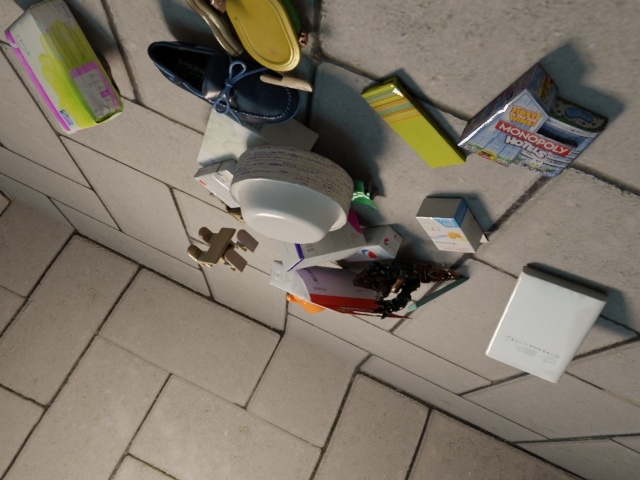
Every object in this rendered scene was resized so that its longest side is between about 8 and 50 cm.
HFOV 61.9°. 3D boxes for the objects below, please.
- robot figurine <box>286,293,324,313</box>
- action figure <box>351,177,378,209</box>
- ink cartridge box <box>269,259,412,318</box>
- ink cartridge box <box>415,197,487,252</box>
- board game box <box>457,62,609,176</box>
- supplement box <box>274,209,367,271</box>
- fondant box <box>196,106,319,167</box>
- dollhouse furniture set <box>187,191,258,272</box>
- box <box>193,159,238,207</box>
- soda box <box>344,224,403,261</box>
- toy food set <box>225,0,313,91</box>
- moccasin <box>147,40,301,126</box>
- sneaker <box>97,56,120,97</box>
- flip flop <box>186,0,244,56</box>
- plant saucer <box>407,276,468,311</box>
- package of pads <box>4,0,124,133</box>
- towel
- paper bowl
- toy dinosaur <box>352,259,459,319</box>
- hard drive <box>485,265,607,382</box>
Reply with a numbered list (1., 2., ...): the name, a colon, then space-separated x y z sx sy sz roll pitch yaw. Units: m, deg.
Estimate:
1. robot figurine: -0.041 0.212 2.144 0.158 0.128 0.219 13 154 32
2. action figure: 0.028 -0.139 1.370 0.232 0.064 0.137 11 155 26
3. ink cartridge box: 0.064 0.154 1.697 0.308 0.091 0.385 10 -177 -38
4. ink cartridge box: 0.321 -0.026 1.290 0.104 0.062 0.181 6 150 43
5. board game box: 0.355 -0.191 0.886 0.194 0.060 0.194 25 159 6
6. supplement box: 0.000 0.000 1.473 0.220 0.111 0.114 -11 164 -31
7. fondant box: -0.172 -0.230 1.356 0.238 0.096 0.330 31 159 -9
8. dollhouse furniture set: -0.324 -0.037 1.759 0.212 0.242 0.161 5 149 42
9. box: -0.239 -0.148 1.438 0.145 0.038 0.186 40 154 -30
10. soda box: 0.136 0.012 1.569 0.069 0.074 0.216 39 155 -27
11. toy food set: -0.080 -0.379 0.953 0.128 0.071 0.218 15 151 29
12. moccasin: -0.211 -0.322 1.103 0.341 0.138 0.117 19 -170 16
13. sneaker: -0.605 -0.430 1.443 0.071 0.066 0.188 26 158 6
14. flip flop: -0.193 -0.436 0.939 0.112 0.080 0.277 64 -172 27
15. plant saucer: 0.338 0.155 1.547 0.018 0.192 0.067 63 160 9
16. package of pads: -0.640 -0.424 1.332 0.229 0.101 0.297 2 126 46
17. towel: 0.187 -0.227 1.058 0.237 0.021 0.102 38 161 -28
18. paper bowl: -0.073 -0.091 1.247 0.284 0.148 0.284 12 162 4
19. toy dinosaur: 0.236 0.106 1.582 0.322 0.218 0.164 -31 85 32
20. hard drive: 0.577 0.226 1.394 0.203 0.040 0.308 21 128 16
